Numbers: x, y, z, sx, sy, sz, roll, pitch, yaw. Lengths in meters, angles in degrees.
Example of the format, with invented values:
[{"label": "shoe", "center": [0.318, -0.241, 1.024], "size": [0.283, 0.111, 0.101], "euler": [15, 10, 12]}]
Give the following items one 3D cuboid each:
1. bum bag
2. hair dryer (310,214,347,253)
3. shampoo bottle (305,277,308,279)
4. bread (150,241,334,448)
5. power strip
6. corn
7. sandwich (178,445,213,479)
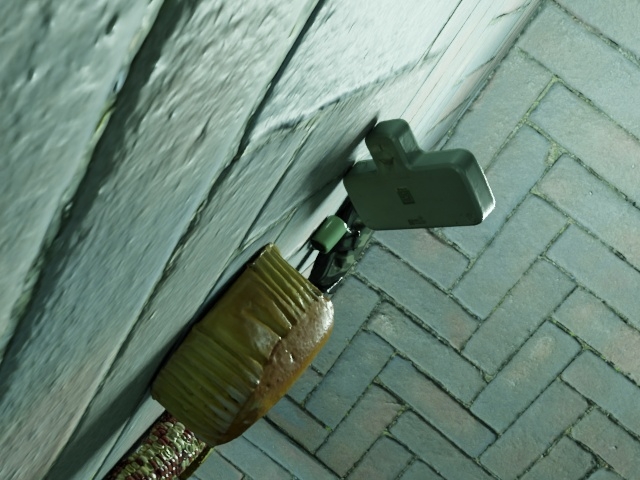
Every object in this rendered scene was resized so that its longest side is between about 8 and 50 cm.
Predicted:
[{"label": "bum bag", "center": [0.058, -0.006, 1.702], "size": [0.341, 0.095, 0.144], "euler": [-62, 169, 19]}, {"label": "hair dryer", "center": [0.000, 0.000, 1.579], "size": [0.071, 0.047, 0.150], "euler": [-49, -176, -22]}, {"label": "shampoo bottle", "center": [-0.081, 0.206, 2.033], "size": [0.260, 0.064, 0.102], "euler": [-57, 180, 35]}, {"label": "bread", "center": [-0.095, 0.154, 1.094], "size": [0.288, 0.156, 0.204], "euler": [-50, 177, -41]}, {"label": "power strip", "center": [0.145, -0.109, 1.271], "size": [0.264, 0.194, 0.059], "euler": [-1, -144, 47]}, {"label": "corn", "center": [-0.277, 0.373, 1.305], "size": [0.290, 0.098, 0.098], "euler": [-43, 170, -41]}, {"label": "sandwich", "center": [-0.202, 0.328, 1.627], "size": [0.301, 0.099, 0.271], "euler": [-57, 179, 12]}]
